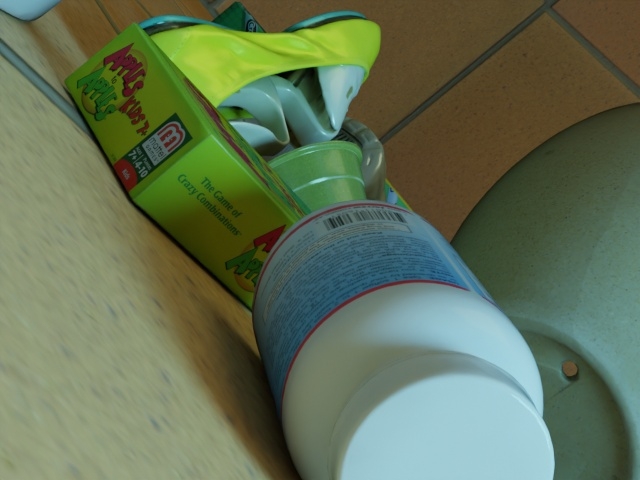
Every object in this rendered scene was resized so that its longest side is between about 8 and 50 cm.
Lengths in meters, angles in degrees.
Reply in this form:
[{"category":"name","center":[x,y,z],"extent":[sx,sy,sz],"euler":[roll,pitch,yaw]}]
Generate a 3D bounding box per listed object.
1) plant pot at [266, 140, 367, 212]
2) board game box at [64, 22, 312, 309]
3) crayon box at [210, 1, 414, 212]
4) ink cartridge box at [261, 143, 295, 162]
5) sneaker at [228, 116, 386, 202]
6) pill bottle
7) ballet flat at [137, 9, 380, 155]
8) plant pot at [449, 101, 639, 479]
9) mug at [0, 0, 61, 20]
[{"category":"plant pot","center":[0.000,0.000,0.784],"extent":[0.079,0.083,0.083],"euler":[66,9,21]},{"category":"board game box","center":[-0.035,-0.010,0.647],"extent":[0.181,0.043,0.092],"euler":[47,6,-47]},{"category":"crayon box","center":[-0.013,-0.081,1.266],"extent":[0.165,0.081,0.278],"euler":[52,4,23]},{"category":"ink cartridge box","center":[-0.011,-0.020,0.860],"extent":[0.115,0.063,0.029],"euler":[52,3,36]},{"category":"sneaker","center":[-0.023,-0.050,0.995],"extent":[0.232,0.090,0.115],"euler":[52,-16,50]},{"category":"pill bottle","center":[0.026,0.047,0.490],"extent":[0.087,0.087,0.160],"euler":[50,5,-18]},{"category":"ballet flat","center":[-0.028,-0.087,0.821],"extent":[0.231,0.077,0.077],"euler":[-12,70,-55]},{"category":"plant pot","center":[0.163,0.077,0.785],"extent":[0.191,0.284,0.284],"euler":[-21,68,-49]},{"category":"mug","center":[-0.070,-0.273,0.588],"extent":[0.374,0.328,0.276],"euler":[54,5,35]}]
